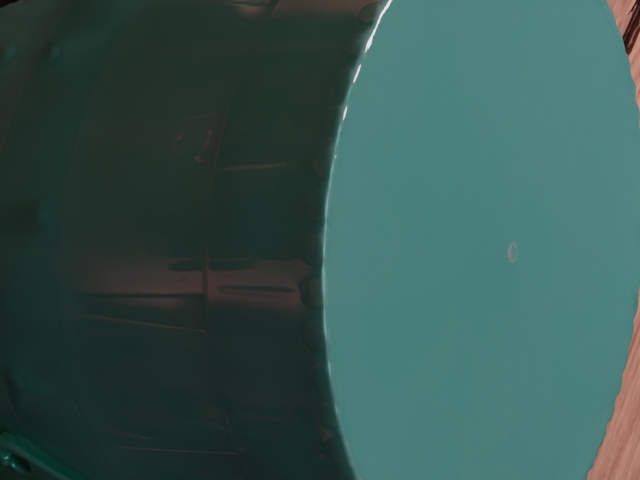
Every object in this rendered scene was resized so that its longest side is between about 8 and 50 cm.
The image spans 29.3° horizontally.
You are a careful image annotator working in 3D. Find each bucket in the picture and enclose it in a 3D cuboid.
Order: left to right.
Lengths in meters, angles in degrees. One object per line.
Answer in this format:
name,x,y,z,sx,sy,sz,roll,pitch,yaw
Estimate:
bucket,0.000,0.000,0.489,0.281,0.183,0.281,-9,101,-52
